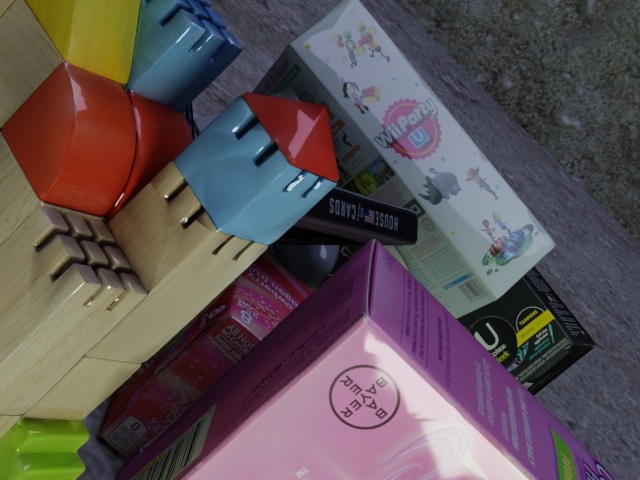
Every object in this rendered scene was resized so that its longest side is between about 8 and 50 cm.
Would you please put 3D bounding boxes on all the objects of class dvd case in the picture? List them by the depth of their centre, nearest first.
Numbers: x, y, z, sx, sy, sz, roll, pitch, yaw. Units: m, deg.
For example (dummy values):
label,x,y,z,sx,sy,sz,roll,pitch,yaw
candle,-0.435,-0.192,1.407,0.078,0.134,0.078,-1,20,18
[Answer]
label,x,y,z,sx,sy,sz,roll,pitch,yaw
dvd case,-0.076,-0.018,0.878,0.179,0.238,0.029,12,79,-63

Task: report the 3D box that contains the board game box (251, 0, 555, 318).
label,x,y,z,sx,sy,sz,roll,pitch,yaw
board game box,0.061,-0.061,1.267,0.303,0.097,0.224,50,-24,-2

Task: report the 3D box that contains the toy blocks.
label,x,y,z,sx,sy,sz,roll,pitch,yaw
toy blocks,-0.163,-0.072,0.674,0.381,0.261,0.191,55,19,25

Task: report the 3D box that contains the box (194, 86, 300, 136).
label,x,y,z,sx,sy,sz,roll,pitch,yaw
box,-0.050,-0.068,1.167,0.102,0.101,0.087,-116,-171,-45

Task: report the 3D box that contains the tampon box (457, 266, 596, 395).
label,x,y,z,sx,sy,sz,roll,pitch,yaw
tampon box,0.208,0.092,1.450,0.161,0.120,0.101,54,17,21

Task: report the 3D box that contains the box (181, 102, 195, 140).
label,x,y,z,sx,sy,sz,roll,pitch,yaw
box,-0.136,-0.157,1.042,0.175,0.051,0.220,-100,-172,-70

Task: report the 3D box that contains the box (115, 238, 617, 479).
label,x,y,z,sx,sy,sz,roll,pitch,yaw
box,0.034,0.166,0.703,0.243,0.213,0.117,45,17,-11

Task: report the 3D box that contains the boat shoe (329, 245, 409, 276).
label,x,y,z,sx,sy,sz,roll,pitch,yaw
boat shoe,0.000,0.000,1.248,0.219,0.078,0.070,46,57,10

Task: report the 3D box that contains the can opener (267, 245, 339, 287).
label,x,y,z,sx,sy,sz,roll,pitch,yaw
can opener,-0.022,0.061,1.030,0.074,0.093,0.280,37,24,-33

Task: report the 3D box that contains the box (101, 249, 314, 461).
label,x,y,z,sx,sy,sz,roll,pitch,yaw
box,-0.002,0.138,0.834,0.257,0.122,0.128,43,18,-14
